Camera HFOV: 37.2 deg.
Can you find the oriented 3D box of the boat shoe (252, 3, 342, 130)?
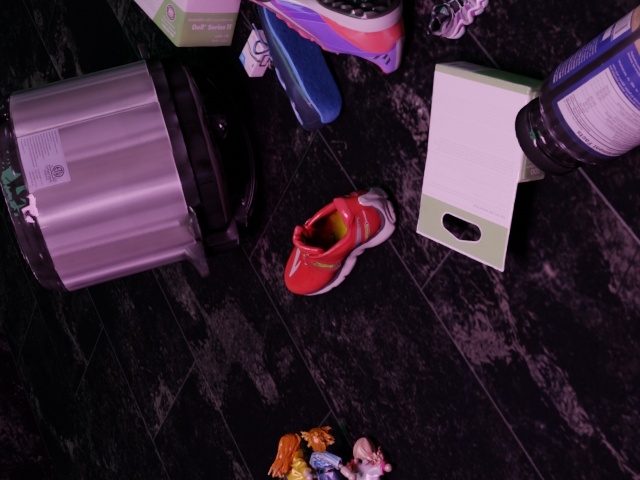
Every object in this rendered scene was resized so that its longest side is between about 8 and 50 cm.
[{"bbox_3d":[-0.055,-0.293,1.505,0.089,0.109,0.258,-36,66,55],"label":"boat shoe"}]

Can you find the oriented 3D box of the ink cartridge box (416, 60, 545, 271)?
[{"bbox_3d":[0.208,-0.100,1.223,0.171,0.056,0.235,28,122,49],"label":"ink cartridge box"}]

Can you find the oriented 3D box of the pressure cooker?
[{"bbox_3d":[-0.324,-0.121,1.670,0.375,0.420,0.370,-119,15,-60],"label":"pressure cooker"}]

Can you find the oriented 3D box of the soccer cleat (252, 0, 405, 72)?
[{"bbox_3d":[-0.009,-0.335,1.397,0.318,0.108,0.116,27,147,35],"label":"soccer cleat"}]

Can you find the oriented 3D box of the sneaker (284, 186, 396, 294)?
[{"bbox_3d":[0.000,0.000,1.474,0.279,0.118,0.107,-47,59,47],"label":"sneaker"}]

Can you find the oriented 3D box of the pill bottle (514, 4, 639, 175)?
[{"bbox_3d":[0.313,-0.156,1.009,0.219,0.122,0.123,-36,68,51],"label":"pill bottle"}]

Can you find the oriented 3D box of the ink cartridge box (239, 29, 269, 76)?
[{"bbox_3d":[-0.105,-0.327,1.629,0.048,0.028,0.083,61,139,26],"label":"ink cartridge box"}]

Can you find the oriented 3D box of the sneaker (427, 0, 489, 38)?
[{"bbox_3d":[0.172,-0.298,1.220,0.038,0.069,0.098,59,139,27],"label":"sneaker"}]

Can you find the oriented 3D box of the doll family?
[{"bbox_3d":[0.000,0.386,1.551,0.263,0.118,0.163,-18,82,54],"label":"doll family"}]

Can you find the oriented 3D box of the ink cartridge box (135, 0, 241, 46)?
[{"bbox_3d":[-0.211,-0.542,1.655,0.207,0.119,0.353,49,134,38],"label":"ink cartridge box"}]
